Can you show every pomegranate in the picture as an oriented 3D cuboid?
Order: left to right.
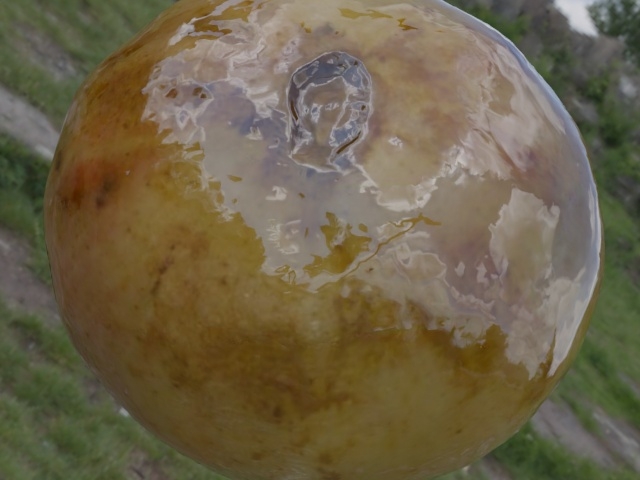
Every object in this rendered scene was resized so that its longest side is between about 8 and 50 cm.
[{"bbox_3d":[0.000,0.000,0.640,0.338,0.338,0.338,39,11,-9],"label":"pomegranate"}]
